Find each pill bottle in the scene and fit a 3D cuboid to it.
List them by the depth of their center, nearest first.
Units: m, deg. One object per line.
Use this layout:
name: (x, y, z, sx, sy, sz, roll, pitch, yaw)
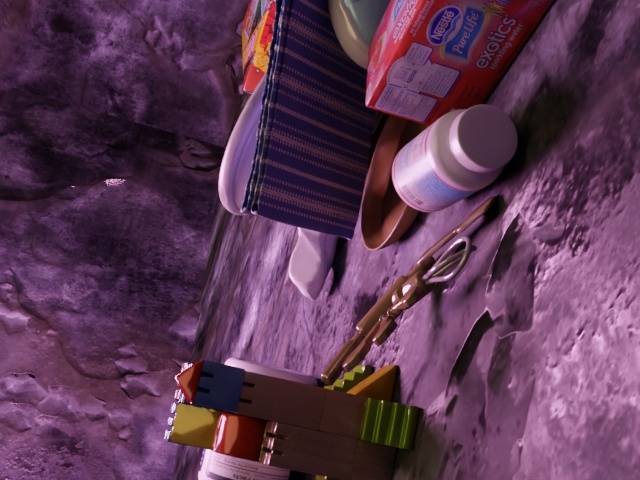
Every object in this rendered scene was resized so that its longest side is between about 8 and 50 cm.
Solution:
pill bottle: (0.142, -0.088, 0.950, 0.160, 0.087, 0.087, 147, 136, -71)
pill bottle: (-0.104, 0.326, 1.389, 0.153, 0.153, 0.264, 167, 117, -76)

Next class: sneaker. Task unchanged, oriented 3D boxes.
sneaker: (0.101, -0.401, 1.163, 0.150, 0.135, 0.365, 140, 140, -64)
sneaker: (0.000, 0.000, 1.519, 0.094, 0.080, 0.212, 65, -142, -57)

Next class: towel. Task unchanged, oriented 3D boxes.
towel: (-0.002, -0.181, 1.233, 0.040, 0.243, 0.336, 7, 87, 37)

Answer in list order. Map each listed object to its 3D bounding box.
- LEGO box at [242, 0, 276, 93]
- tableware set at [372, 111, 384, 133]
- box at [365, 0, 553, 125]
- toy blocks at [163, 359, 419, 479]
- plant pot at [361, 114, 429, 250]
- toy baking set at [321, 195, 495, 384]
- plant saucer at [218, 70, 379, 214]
LEGO box: (-0.035, -0.550, 1.993, 0.500, 0.193, 0.372, -101, 28, -63)
tableware set: (0.053, -0.125, 1.419, 0.168, 0.020, 0.141, -55, -4, -45)
box: (0.154, -0.256, 0.997, 0.257, 0.128, 0.122, 120, 160, -50)
toy blocks: (-0.072, 0.224, 1.123, 0.381, 0.261, 0.190, 148, 135, -72)
plant pot: (0.111, -0.097, 1.220, 0.236, 0.032, 0.236, -166, 90, -78)
toy baking set: (0.098, 0.062, 0.962, 0.256, 0.030, 0.197, -48, 2, -9)
plant saucer: (0.001, -0.188, 1.420, 0.400, 0.100, 0.400, -50, -15, -18)
